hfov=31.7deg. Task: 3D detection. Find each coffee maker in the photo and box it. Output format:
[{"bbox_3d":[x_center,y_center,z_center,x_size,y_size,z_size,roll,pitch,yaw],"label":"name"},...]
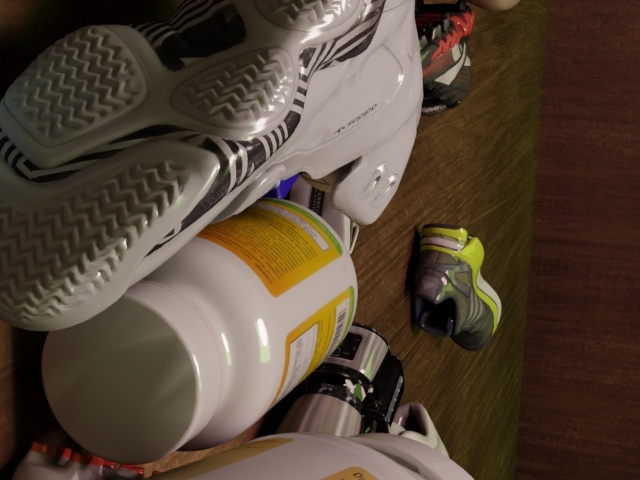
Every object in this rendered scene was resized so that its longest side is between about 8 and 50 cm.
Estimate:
[{"bbox_3d":[0.006,0.192,1.106,0.171,0.120,0.178,111,2,-50],"label":"coffee maker"}]

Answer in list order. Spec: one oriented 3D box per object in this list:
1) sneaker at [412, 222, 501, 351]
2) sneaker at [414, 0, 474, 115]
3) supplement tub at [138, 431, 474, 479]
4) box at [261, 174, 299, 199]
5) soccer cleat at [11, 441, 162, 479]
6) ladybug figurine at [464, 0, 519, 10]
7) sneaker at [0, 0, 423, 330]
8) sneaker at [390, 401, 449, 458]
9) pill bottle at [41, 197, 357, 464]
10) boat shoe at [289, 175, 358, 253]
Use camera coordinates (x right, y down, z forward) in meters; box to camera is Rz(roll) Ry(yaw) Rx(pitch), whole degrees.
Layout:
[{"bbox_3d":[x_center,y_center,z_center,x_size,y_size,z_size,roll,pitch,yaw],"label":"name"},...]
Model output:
[{"bbox_3d":[0.186,0.095,1.647,0.121,0.111,0.300,-64,150,-23],"label":"sneaker"},{"bbox_3d":[0.122,-0.203,1.321,0.276,0.098,0.135,-48,138,-64],"label":"sneaker"},{"bbox_3d":[-0.047,0.230,0.596,0.316,0.228,0.228,-8,104,-51],"label":"supplement tub"},{"bbox_3d":[-0.048,-0.119,0.865,0.126,0.072,0.137,-60,151,-51],"label":"box"},{"bbox_3d":[-0.135,0.178,0.715,0.196,0.068,0.076,38,65,-61],"label":"soccer cleat"},{"bbox_3d":[0.156,-0.453,1.242,0.449,0.162,0.305,74,28,-51],"label":"ladybug figurine"},{"bbox_3d":[-0.043,-0.057,0.662,0.366,0.137,0.210,-53,152,-26],"label":"sneaker"},{"bbox_3d":[0.064,0.293,1.319,0.330,0.122,0.146,-38,114,-65],"label":"sneaker"},{"bbox_3d":[-0.073,0.055,0.738,0.246,0.136,0.136,-30,124,-68],"label":"pill bottle"},{"bbox_3d":[0.000,0.000,1.045,0.070,0.078,0.219,66,32,-55],"label":"boat shoe"}]
